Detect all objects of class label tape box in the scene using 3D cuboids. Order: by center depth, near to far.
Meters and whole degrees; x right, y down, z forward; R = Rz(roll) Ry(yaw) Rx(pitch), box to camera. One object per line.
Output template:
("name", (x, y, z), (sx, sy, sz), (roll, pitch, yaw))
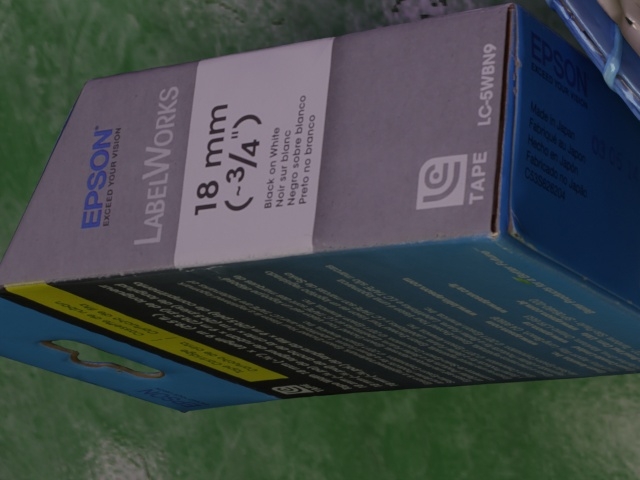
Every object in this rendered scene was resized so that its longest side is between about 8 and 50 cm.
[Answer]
("label tape box", (0.000, 0.000, 0.928), (0.334, 0.241, 0.106), (-7, 70, 33))

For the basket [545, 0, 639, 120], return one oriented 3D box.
("basket", (0.162, -0.142, 0.742), (0.201, 0.289, 0.255), (-34, 97, 36))
